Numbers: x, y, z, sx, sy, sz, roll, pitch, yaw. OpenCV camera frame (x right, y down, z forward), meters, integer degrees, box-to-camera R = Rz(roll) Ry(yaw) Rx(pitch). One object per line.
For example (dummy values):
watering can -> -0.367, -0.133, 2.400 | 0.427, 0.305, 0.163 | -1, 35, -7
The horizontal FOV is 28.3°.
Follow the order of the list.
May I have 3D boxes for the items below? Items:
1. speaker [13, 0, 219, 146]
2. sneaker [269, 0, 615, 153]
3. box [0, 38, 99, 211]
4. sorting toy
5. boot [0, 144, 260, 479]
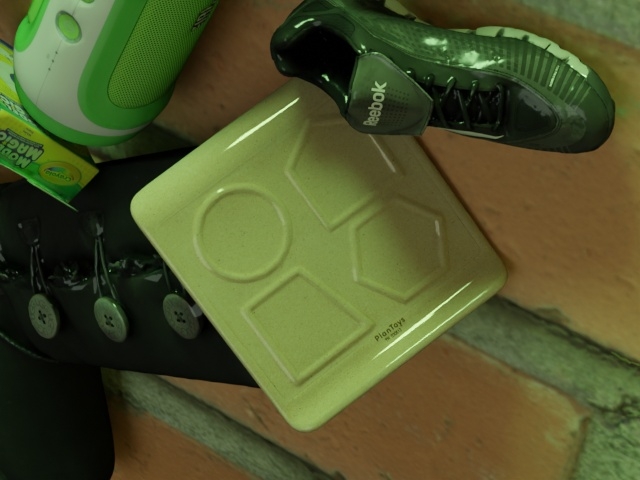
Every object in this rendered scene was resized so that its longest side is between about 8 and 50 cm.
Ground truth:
speaker -> -0.120, -0.193, 0.870 | 0.131, 0.131, 0.296 | 43, 137, 5
sneaker -> 0.067, -0.098, 0.806 | 0.234, 0.106, 0.078 | 26, 133, 22
box -> -0.240, -0.100, 0.994 | 0.043, 0.105, 0.179 | -43, 46, 12
sorting toy -> 0.000, 0.000, 0.898 | 0.208, 0.193, 0.038 | 53, 175, -3
boot -> -0.154, 0.097, 1.110 | 0.445, 0.146, 0.367 | -6, 117, 36
